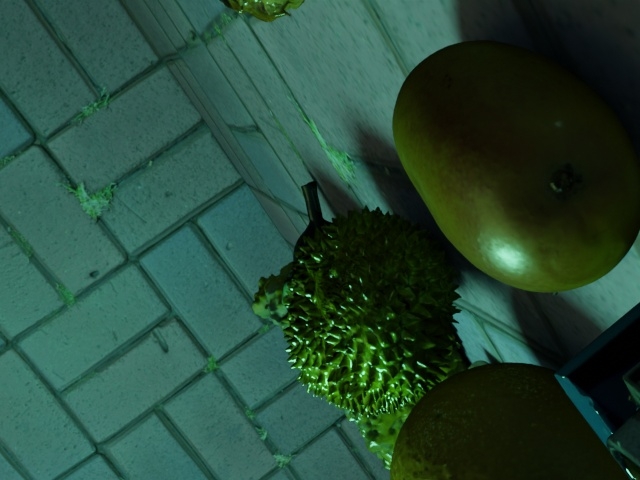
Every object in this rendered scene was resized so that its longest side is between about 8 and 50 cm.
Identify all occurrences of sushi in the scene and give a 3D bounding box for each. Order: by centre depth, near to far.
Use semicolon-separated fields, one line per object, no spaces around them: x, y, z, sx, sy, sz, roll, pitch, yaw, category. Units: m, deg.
0.077;0.181;1.360;0.351;0.240;0.396;45;171;46;sushi

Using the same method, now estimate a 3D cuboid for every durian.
0.061;0.086;0.966;0.225;0.291;0.291;18;170;2;durian

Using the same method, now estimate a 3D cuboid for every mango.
0.115;-0.057;0.496;0.151;0.120;0.221;59;179;-41;mango

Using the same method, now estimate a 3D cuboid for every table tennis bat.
0.000;0.000;1.501;0.027;0.150;0.236;3;109;52;table tennis bat

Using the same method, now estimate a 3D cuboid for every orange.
0.210;0.266;0.808;0.274;0.274;0.274;53;173;10;orange

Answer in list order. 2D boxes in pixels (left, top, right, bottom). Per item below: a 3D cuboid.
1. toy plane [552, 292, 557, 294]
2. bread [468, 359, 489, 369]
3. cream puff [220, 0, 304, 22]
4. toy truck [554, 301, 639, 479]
0.200;0.018;0.650;0.049;0.031;0.120;47;173;16;toy plane
0.287;0.264;1.092;0.139;0.060;0.178;59;172;-29;bread
-0.068;-0.279;0.743;0.133;0.104;0.119;61;177;-36;cream puff
0.272;0.144;0.337;0.175;0.146;0.367;51;179;-39;toy truck
